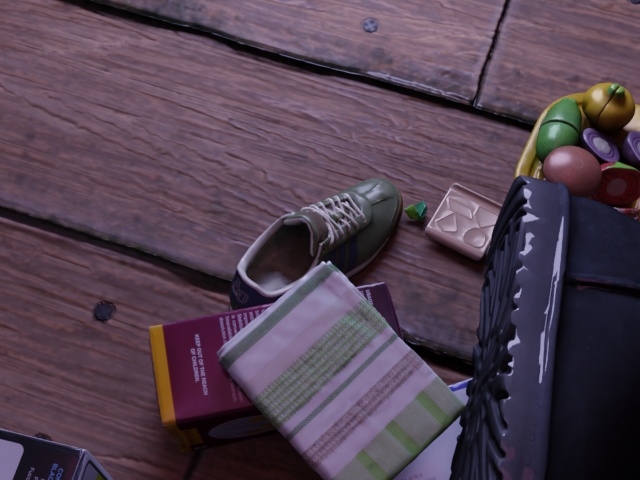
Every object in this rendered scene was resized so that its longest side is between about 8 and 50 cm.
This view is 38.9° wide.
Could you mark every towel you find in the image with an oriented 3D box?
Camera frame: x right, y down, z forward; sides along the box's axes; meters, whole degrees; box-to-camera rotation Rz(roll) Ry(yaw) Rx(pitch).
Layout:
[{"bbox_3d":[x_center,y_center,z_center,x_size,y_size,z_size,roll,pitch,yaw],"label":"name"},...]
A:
[{"bbox_3d":[0.014,0.103,0.656,0.113,0.023,0.152,-41,78,-13],"label":"towel"}]

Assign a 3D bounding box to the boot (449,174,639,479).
[{"bbox_3d":[0.325,0.157,0.616,0.445,0.146,0.367,14,65,1],"label":"boot"}]

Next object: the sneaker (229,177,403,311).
[{"bbox_3d":[0.000,0.000,0.778,0.192,0.086,0.064,-39,70,-17],"label":"sneaker"}]

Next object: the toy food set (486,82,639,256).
[{"bbox_3d":[0.246,-0.065,0.812,0.128,0.071,0.218,24,64,8],"label":"toy food set"}]

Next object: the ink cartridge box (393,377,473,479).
[{"bbox_3d":[0.196,0.252,0.670,0.324,0.071,0.330,-16,63,-8],"label":"ink cartridge box"}]

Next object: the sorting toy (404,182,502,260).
[{"bbox_3d":[0.121,-0.022,0.830,0.083,0.012,0.062,27,65,12],"label":"sorting toy"}]

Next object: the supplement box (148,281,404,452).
[{"bbox_3d":[-0.031,0.103,0.721,0.188,0.104,0.080,-11,66,-5],"label":"supplement box"}]

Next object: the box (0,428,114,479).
[{"bbox_3d":[-0.297,0.178,0.653,0.290,0.169,0.087,12,63,7],"label":"box"}]
